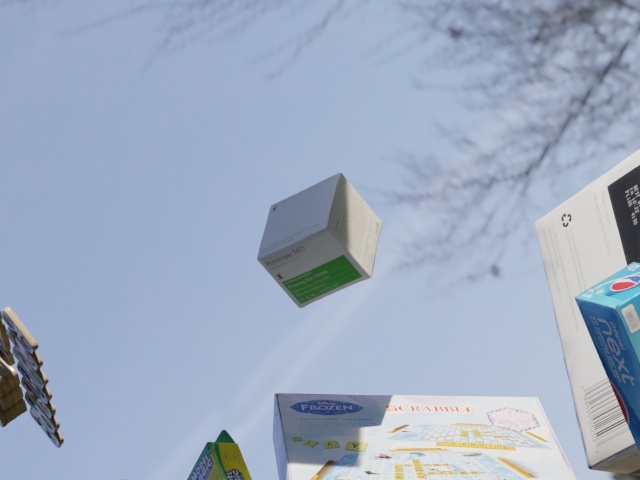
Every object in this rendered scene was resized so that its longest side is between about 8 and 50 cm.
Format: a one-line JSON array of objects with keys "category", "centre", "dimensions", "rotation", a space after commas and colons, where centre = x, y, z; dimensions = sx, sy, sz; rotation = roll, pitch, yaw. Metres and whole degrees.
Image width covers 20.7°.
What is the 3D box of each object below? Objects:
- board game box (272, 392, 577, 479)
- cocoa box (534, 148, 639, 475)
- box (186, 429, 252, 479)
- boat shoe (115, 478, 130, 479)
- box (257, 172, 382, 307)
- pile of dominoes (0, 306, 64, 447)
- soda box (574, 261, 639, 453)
[{"category": "board game box", "centre": [0.115, 0.264, 1.925], "dimensions": [0.318, 0.319, 0.066], "rotation": [-103, 16, -69]}, {"category": "cocoa box", "centre": [0.448, 0.094, 2.152], "dimensions": [0.228, 0.347, 0.231], "rotation": [11, -33, -36]}, {"category": "box", "centre": [-0.104, 0.295, 1.862], "dimensions": [0.043, 0.179, 0.105], "rotation": [9, -55, -29]}, {"category": "boat shoe", "centre": [-0.309, 0.418, 2.383], "dimensions": [0.080, 0.073, 0.223], "rotation": [11, -76, -45]}, {"category": "box", "centre": [0.000, 0.000, 1.944], "dimensions": [0.087, 0.101, 0.102], "rotation": [50, -148, -27]}, {"category": "pile of dominoes", "centre": [-0.389, 0.132, 2.063], "dimensions": [0.040, 0.196, 0.251], "rotation": [-36, -31, -24]}, {"category": "soda box", "centre": [0.291, 0.127, 1.466], "dimensions": [0.067, 0.071, 0.210], "rotation": [-28, -76, -16]}]
